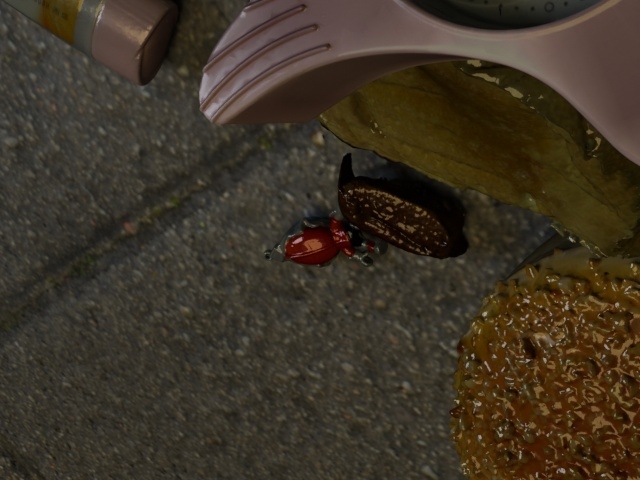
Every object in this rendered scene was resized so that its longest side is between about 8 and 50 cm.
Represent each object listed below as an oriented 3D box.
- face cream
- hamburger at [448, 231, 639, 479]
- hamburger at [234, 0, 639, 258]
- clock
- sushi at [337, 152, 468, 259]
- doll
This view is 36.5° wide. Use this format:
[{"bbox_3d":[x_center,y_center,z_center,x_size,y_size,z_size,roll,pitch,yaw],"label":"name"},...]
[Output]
[{"bbox_3d":[-0.211,-0.204,0.781,0.198,0.057,0.084,32,132,7],"label":"face cream"},{"bbox_3d":[0.236,0.121,0.683,0.302,0.170,0.302,16,130,20],"label":"hamburger"},{"bbox_3d":[0.091,-0.121,0.556,0.309,0.132,0.211,29,162,20],"label":"hamburger"},{"bbox_3d":[0.070,-0.119,0.414,0.290,0.080,0.275,-33,80,33],"label":"clock"},{"bbox_3d":[0.065,-0.021,0.762,0.120,0.055,0.052,22,123,1],"label":"sushi"},{"bbox_3d":[0.000,-0.001,0.827,0.114,0.039,0.057,-10,146,28],"label":"doll"}]
